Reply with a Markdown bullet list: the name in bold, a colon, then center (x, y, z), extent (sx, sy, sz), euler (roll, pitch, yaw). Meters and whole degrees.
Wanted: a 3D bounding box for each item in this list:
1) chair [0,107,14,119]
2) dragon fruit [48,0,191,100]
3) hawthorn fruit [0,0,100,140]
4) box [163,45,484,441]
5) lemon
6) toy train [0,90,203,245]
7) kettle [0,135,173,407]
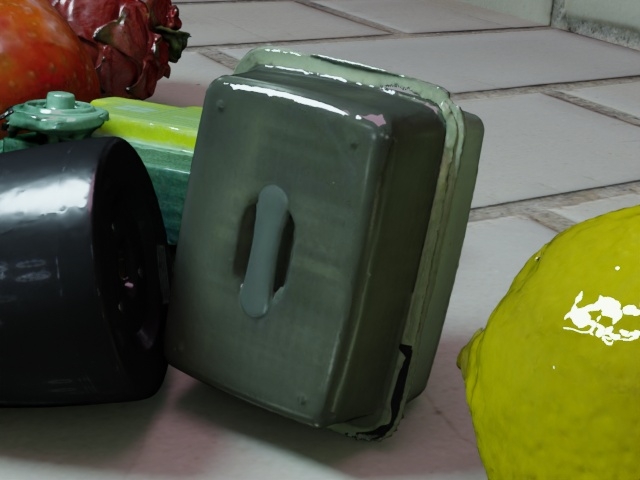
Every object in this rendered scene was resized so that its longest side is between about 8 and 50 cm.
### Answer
- **chair**: center (-0.406, -0.106, 0.830), extent (0.246, 0.159, 0.172), euler (-35, 20, -20)
- **dragon fruit**: center (-0.358, -0.314, 1.587), extent (0.298, 0.244, 0.244), euler (-30, 33, -15)
- **hawthorn fruit**: center (-0.416, -0.193, 1.261), extent (0.284, 0.284, 0.284), euler (3, 22, -1)
- **box**: center (0.000, 0.000, 0.823), extent (0.220, 0.291, 0.166), euler (18, 14, 29)
- **lemon**: center (0.236, 0.108, 0.636), extent (0.321, 0.268, 0.268), euler (-5, 17, 26)
- **toy train**: center (-0.139, -0.063, 1.116), extent (0.441, 0.179, 0.272), euler (12, 17, 23)
- **kettle**: center (-0.276, 0.041, 0.843), extent (0.290, 0.208, 0.268), euler (-8, -5, 7)
